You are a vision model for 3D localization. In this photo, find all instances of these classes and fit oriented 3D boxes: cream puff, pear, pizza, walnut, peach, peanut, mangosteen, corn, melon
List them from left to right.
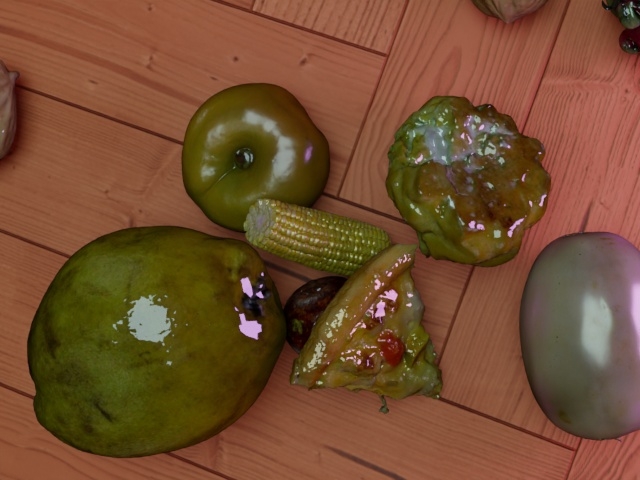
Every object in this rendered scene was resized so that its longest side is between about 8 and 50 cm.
[{"bbox_3d":[-0.617,-0.178,1.912,0.291,0.143,0.159,-45,70,7],"label":"peanut"},{"bbox_3d":[-0.255,0.152,1.735,0.413,0.352,0.352,-24,83,7],"label":"pear"},{"bbox_3d":[-0.110,-0.130,1.821,0.251,0.153,0.251,2,96,24],"label":"peach"},{"bbox_3d":[0.000,0.000,1.759,0.244,0.093,0.093,14,89,-29],"label":"corn"},{"bbox_3d":[0.016,0.145,1.797,0.156,0.181,0.146,-29,39,-8],"label":"mangosteen"},{"bbox_3d":[0.116,0.161,1.724,0.075,0.287,0.280,21,76,54],"label":"pizza"},{"bbox_3d":[0.215,-0.082,1.735,0.281,0.185,0.282,5,68,-13],"label":"cream puff"},{"bbox_3d":[0.302,-0.432,1.759,0.155,0.155,0.184,9,91,11],"label":"walnut"},{"bbox_3d":[0.408,0.145,1.670,0.223,0.223,0.317,-7,91,10],"label":"melon"}]

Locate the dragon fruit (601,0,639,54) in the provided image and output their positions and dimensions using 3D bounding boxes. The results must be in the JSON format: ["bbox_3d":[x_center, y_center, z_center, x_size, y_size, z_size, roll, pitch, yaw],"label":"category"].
[{"bbox_3d":[0.549,-0.382,1.701,0.218,0.198,0.273,6,63,39],"label":"dragon fruit"}]
